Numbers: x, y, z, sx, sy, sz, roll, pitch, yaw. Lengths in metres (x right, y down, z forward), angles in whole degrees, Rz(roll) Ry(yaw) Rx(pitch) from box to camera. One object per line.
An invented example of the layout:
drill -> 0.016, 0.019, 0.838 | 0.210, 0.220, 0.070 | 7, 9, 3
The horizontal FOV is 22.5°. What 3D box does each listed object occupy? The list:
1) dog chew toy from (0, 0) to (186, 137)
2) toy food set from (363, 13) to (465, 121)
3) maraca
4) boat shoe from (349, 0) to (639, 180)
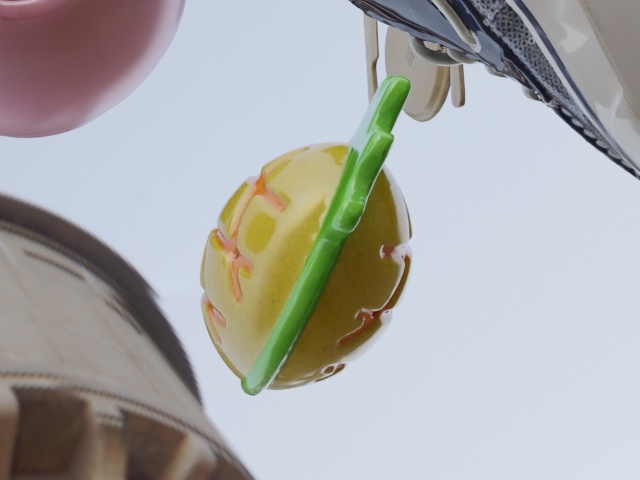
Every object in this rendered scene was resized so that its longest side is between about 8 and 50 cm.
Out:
dog chew toy -> -0.192, -0.158, 1.047 | 0.207, 0.332, 0.206 | 1, -95, -7
toy food set -> 0.101, -0.178, 1.509 | 0.038, 0.192, 0.132 | -5, -85, -24
maraca -> 0.000, 0.000, 0.775 | 0.099, 0.127, 0.185 | 22, -47, -8
boat shoe -> 0.118, -0.131, 0.878 | 0.127, 0.158, 0.340 | -38, -89, -28
